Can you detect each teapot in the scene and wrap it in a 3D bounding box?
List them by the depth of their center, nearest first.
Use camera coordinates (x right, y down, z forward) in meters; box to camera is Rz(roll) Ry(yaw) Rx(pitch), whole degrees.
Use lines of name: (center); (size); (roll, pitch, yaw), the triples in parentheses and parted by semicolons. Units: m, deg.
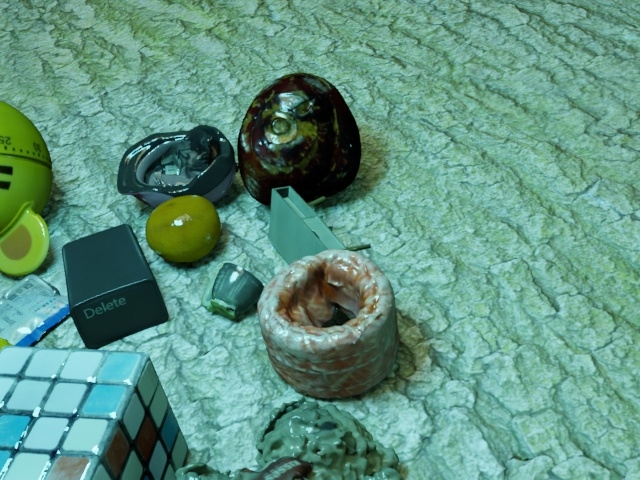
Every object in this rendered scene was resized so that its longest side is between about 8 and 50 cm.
teapot: (-0.169, 0.103, 1.628); (0.092, 0.124, 0.091); (36, 69, -6)

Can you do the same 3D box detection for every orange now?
orange: (-0.277, -0.021, 1.753); (0.156, 0.124, 0.156); (-17, 24, 8)

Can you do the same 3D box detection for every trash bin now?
trash bin: (-0.409, 0.078, 1.681); (0.165, 0.115, 0.225); (-21, 39, -10)

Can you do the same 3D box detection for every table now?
table: (0.000, 0.000, 1.666); (0.111, 0.122, 0.240); (-11, 37, -26)

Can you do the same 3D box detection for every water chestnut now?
water chestnut: (-0.054, -0.208, 1.809); (0.244, 0.289, 0.289); (-1, 36, 49)

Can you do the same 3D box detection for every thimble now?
thimble: (0.015, 0.142, 1.461); (0.239, 0.162, 0.239); (-9, 43, 8)

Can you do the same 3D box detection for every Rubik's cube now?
Rubik's cube: (-0.371, 0.330, 1.270); (0.259, 0.253, 0.256); (0, 41, 13)

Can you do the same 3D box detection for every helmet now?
helmet: (-0.298, -0.142, 1.881); (0.253, 0.154, 0.198); (-22, 46, 16)

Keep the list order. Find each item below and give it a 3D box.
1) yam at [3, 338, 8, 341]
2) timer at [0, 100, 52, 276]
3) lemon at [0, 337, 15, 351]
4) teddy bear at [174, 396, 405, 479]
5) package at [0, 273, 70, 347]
yam: (-0.705, 0.203, 1.674); (0.234, 0.029, 0.027); (-2, 48, 21)
timer: (-0.749, -0.105, 1.844); (0.376, 0.376, 0.387); (-3, 82, 11)
lemon: (-0.584, 0.256, 1.474); (0.180, 0.180, 0.193); (-17, 62, -5)
teddy bear: (-0.035, 0.346, 1.207); (0.357, 0.224, 0.367); (6, 40, 1)
package: (-0.592, 0.147, 1.715); (0.173, 0.027, 0.171); (26, 51, 32)
